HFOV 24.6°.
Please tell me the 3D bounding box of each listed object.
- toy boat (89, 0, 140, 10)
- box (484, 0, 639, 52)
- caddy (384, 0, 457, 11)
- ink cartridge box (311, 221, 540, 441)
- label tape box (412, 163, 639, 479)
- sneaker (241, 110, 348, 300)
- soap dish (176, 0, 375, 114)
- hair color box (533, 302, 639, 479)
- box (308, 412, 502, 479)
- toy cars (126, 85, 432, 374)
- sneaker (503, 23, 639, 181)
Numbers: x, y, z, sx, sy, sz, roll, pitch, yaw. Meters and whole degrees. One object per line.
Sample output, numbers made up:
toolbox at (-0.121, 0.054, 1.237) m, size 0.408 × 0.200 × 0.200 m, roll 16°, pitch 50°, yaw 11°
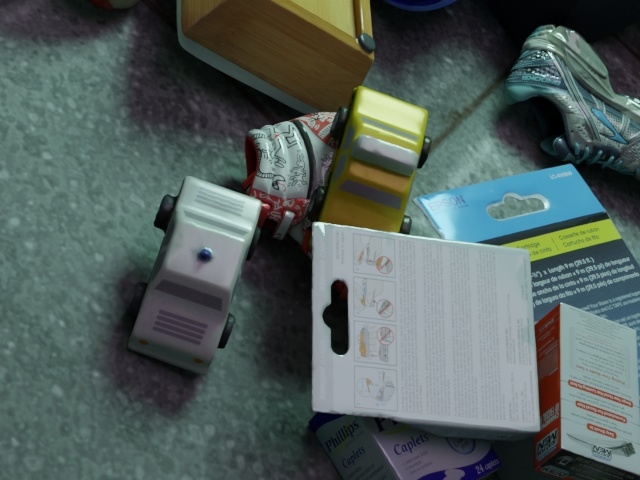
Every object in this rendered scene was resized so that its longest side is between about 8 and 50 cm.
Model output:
toy boat at (-0.246, -0.361, 1.590) m, size 0.151 × 0.151 × 0.231 m, roll 7°, pitch 48°, yaw 7°
box at (0.349, -0.445, 1.936) m, size 0.343 × 0.179 × 0.312 m, roll -28°, pitch 76°, yaw -25°
caddy at (0.104, -0.436, 1.777) m, size 0.179 × 0.241 × 0.341 m, roll -20°, pitch 61°, yaw -46°
ink cartridge box at (0.094, 0.088, 1.396) m, size 0.232 × 0.066 × 0.189 m, roll 6°, pitch 69°, yaw -16°
label tape box at (0.249, 0.101, 1.572) m, size 0.249 × 0.115 × 0.347 m, roll -13°, pitch 64°, yaw -38°
sneaker at (0.000, 0.000, 1.508) m, size 0.145 × 0.090 × 0.270 m, roll -9°, pitch 76°, yaw -15°
soap dish at (-0.048, -0.302, 1.639) m, size 0.229 × 0.118 × 0.290 m, roll 25°, pitch 47°, yaw -35°
hair color box at (0.258, 0.153, 1.428) m, size 0.093 × 0.053 × 0.167 m, roll 21°, pitch 50°, yaw -17°
box at (0.082, 0.196, 1.418) m, size 0.126 × 0.072 × 0.137 m, roll -19°, pitch 70°, yaw -42°
toy cars at (-0.029, -0.026, 1.411) m, size 0.394 × 0.087 × 0.176 m, roll -30°, pitch 80°, yaw -22°
sneaker at (0.337, -0.131, 1.829) m, size 0.283 × 0.110 × 0.122 m, roll 42°, pitch 72°, yaw -9°
